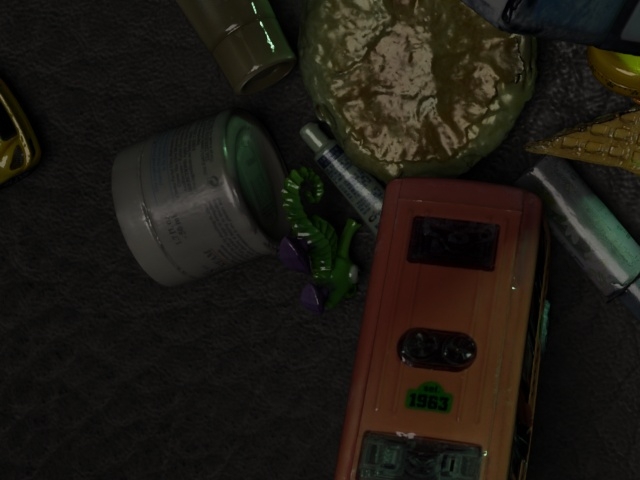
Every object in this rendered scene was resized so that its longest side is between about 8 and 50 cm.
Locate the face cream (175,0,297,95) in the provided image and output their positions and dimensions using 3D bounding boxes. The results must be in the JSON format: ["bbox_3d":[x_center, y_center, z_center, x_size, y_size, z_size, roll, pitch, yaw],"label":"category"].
[{"bbox_3d":[-0.142,-0.328,1.996,0.137,0.084,0.341,-35,77,25],"label":"face cream"}]

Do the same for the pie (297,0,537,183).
[{"bbox_3d":[0.106,-0.213,1.930,0.306,0.071,0.306,6,106,20],"label":"pie"}]

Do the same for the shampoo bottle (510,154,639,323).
[{"bbox_3d":[0.299,-0.002,1.911,0.072,0.072,0.214,-41,86,23],"label":"shampoo bottle"}]

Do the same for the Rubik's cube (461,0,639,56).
[{"bbox_3d":[0.234,-0.385,1.668,0.313,0.318,0.316,42,115,34],"label":"Rubik's cube"}]

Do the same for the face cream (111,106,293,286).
[{"bbox_3d":[-0.130,-0.050,1.996,0.153,0.177,0.177,-17,96,22],"label":"face cream"}]

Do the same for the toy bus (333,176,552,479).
[{"bbox_3d":[0.129,0.158,1.828,0.203,0.233,0.427,6,66,11],"label":"toy bus"}]

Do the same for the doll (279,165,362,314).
[{"bbox_3d":[0.000,0.000,1.991,0.050,0.115,0.190,6,139,37],"label":"doll"}]

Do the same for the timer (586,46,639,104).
[{"bbox_3d":[0.334,-0.206,1.828,0.107,0.107,0.109,25,149,13],"label":"timer"}]

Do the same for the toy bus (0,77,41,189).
[{"bbox_3d":[-0.510,-0.073,2.145,0.331,0.151,0.145,-30,88,24],"label":"toy bus"}]

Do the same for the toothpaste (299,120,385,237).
[{"bbox_3d":[0.052,-0.051,2.007,0.062,0.037,0.216,-42,90,21],"label":"toothpaste"}]

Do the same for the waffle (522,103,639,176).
[{"bbox_3d":[0.300,-0.126,1.875,0.152,0.023,0.097,10,108,-8],"label":"waffle"}]
